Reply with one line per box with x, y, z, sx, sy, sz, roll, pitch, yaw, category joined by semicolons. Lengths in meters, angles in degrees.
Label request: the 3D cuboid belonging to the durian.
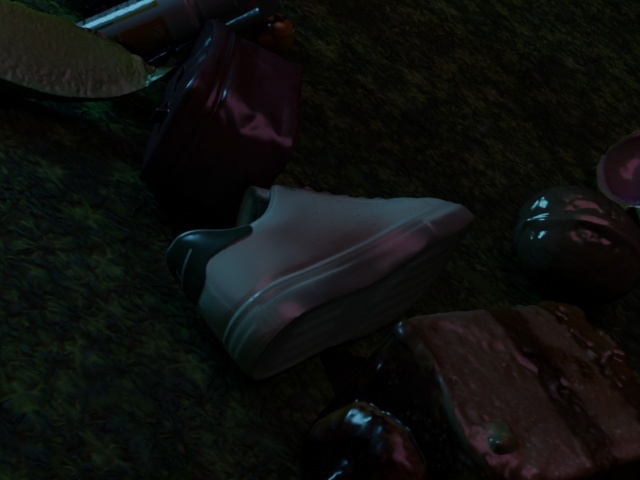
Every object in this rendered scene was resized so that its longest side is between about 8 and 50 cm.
0.456;-0.063;1.928;0.187;0.153;0.260;16;30;12;durian

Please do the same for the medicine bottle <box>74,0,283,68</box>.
-0.150;-0.236;1.525;0.092;0.221;0.061;64;4;-49;medicine bottle

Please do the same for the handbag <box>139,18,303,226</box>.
-0.103;-0.124;1.445;0.135;0.146;0.225;28;29;-14;handbag

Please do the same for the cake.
0.121;0.171;1.189;0.293;0.198;0.196;2;47;-40;cake

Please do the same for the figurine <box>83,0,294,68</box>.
-0.142;-0.352;1.682;0.320;0.196;0.323;37;40;2;figurine

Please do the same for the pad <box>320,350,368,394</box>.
0.067;0.167;1.333;0.112;0.003;0.157;12;36;-32;pad

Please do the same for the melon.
-0.268;-0.190;1.438;0.262;0.053;0.114;7;65;-33;melon

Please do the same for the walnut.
0.304;0.007;1.665;0.162;0.140;0.140;30;29;-28;walnut

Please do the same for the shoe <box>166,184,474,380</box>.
0.001;0.008;1.377;0.160;0.131;0.363;44;38;18;shoe
